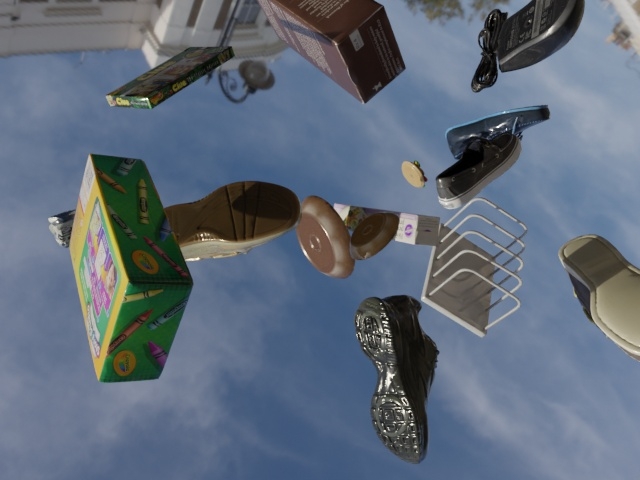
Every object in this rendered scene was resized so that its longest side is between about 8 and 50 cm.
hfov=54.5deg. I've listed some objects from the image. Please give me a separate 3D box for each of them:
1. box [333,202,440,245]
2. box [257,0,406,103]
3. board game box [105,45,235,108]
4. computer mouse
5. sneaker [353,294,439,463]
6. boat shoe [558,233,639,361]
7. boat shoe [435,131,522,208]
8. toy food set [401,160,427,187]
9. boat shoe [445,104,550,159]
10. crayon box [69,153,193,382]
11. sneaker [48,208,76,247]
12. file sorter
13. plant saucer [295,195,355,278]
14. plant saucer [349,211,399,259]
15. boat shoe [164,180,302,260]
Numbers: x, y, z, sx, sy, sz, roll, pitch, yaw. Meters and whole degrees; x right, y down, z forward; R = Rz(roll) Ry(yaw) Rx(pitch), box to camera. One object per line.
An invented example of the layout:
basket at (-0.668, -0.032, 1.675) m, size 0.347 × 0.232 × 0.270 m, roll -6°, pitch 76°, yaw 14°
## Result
box at (0.136, -0.040, 1.399) m, size 0.067 × 0.324 × 0.063 m, roll 3°, pitch -84°, yaw -32°
box at (0.010, -0.497, 1.423) m, size 0.143 × 0.191 × 0.381 m, roll -39°, pitch -126°, yaw -2°
board game box at (-0.312, -0.348, 1.310) m, size 0.136 × 0.030 × 0.260 m, roll 9°, pitch -139°, yaw 35°
computer mouse at (0.400, -0.391, 1.169) m, size 0.072 × 0.272 × 0.188 m, roll 20°, pitch -104°, yaw -20°
sneaker at (0.149, 0.225, 1.033) m, size 0.130 × 0.109 × 0.286 m, roll -11°, pitch -85°, yaw -39°
boat shoe at (0.499, 0.105, 1.041) m, size 0.097 × 0.116 × 0.324 m, roll 59°, pitch -169°, yaw -25°
boat shoe at (0.294, -0.151, 1.167) m, size 0.228 × 0.080 × 0.076 m, roll -38°, pitch -61°, yaw -21°
toy food set at (0.241, -0.170, 1.597) m, size 0.020 × 0.082 × 0.083 m, roll -37°, pitch -68°, yaw -17°
boat shoe at (0.409, -0.244, 1.419) m, size 0.109 × 0.258 × 0.089 m, roll -11°, pitch -89°, yaw -36°
crayon box at (-0.263, 0.028, 0.826) m, size 0.081 × 0.165 × 0.278 m, roll 4°, pitch -144°, yaw -34°
sneaker at (-0.475, -0.019, 1.167) m, size 0.052 × 0.135 × 0.058 m, roll -23°, pitch -92°, yaw -24°
file sorter at (0.403, 0.059, 1.583) m, size 0.193 × 0.173 × 0.278 m, roll 31°, pitch -133°, yaw -10°
plant saucer at (0.000, 0.000, 1.354) m, size 0.036 × 0.198 × 0.198 m, roll -26°, pitch -110°, yaw -27°
plant saucer at (0.068, -0.010, 0.832) m, size 0.015 × 0.083 × 0.083 m, roll 44°, pitch -140°, yaw -26°
boat shoe at (-0.157, -0.022, 1.052) m, size 0.098 × 0.302 × 0.109 m, roll 35°, pitch -133°, yaw -58°
